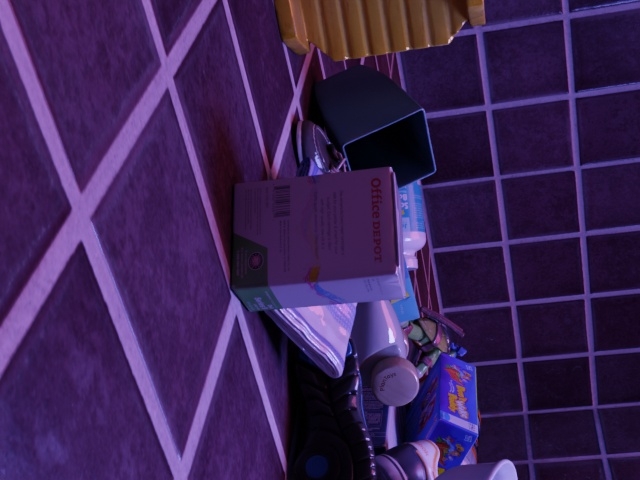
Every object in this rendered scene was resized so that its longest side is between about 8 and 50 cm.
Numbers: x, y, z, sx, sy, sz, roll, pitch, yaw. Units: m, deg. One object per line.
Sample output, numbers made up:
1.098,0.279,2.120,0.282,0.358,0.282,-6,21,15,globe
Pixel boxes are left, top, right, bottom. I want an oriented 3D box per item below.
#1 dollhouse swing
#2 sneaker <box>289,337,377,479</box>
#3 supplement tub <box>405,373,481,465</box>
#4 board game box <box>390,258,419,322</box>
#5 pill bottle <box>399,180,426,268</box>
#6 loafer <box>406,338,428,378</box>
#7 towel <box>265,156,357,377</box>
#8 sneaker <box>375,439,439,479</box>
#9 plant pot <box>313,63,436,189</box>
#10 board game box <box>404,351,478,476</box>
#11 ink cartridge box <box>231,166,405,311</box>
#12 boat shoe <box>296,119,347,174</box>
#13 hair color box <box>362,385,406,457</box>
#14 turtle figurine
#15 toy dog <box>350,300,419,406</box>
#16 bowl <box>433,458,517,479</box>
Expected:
0.081,-0.432,1.584,0.305,0.346,0.315,-71,152,-67,dollhouse swing
0.026,0.305,1.465,0.140,0.125,0.341,74,16,-58,sneaker
0.274,0.472,2.353,0.338,0.207,0.207,-66,147,-62,supplement tub
0.118,-0.028,2.086,0.254,0.079,0.336,-101,174,-53,board game box
0.175,-0.059,2.368,0.146,0.146,0.264,30,54,-76,pill bottle
0.248,0.379,2.606,0.109,0.095,0.303,67,20,-55,loafer
0.001,0.036,1.453,0.209,0.034,0.285,50,39,-32,towel
0.166,0.477,1.619,0.126,0.127,0.321,21,-54,51,sneaker
0.088,-0.223,1.895,0.165,0.165,0.234,71,-8,-47,plant pot
0.190,0.419,1.891,0.233,0.078,0.347,-73,-173,-64,board game box
0.000,0.000,1.274,0.093,0.212,0.154,63,23,-61,ink cartridge box
0.034,-0.086,1.797,0.112,0.095,0.335,-84,164,-47,boat shoe
0.091,0.343,1.805,0.347,0.105,0.174,-72,156,-64,hair color box
0.185,0.238,2.366,0.266,0.274,0.198,51,52,-33,turtle figurine
0.046,0.133,1.680,0.220,0.161,0.334,-24,93,-85,toy dog
0.188,0.455,1.452,0.298,0.134,0.298,-32,126,-58,bowl
